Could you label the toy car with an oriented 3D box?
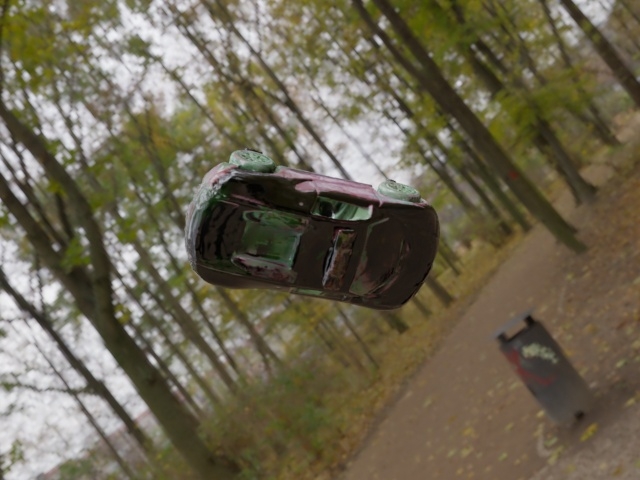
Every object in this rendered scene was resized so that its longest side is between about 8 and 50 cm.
[{"bbox_3d":[0.000,0.000,0.512,0.055,0.142,0.069,-123,46,-62],"label":"toy car"}]
